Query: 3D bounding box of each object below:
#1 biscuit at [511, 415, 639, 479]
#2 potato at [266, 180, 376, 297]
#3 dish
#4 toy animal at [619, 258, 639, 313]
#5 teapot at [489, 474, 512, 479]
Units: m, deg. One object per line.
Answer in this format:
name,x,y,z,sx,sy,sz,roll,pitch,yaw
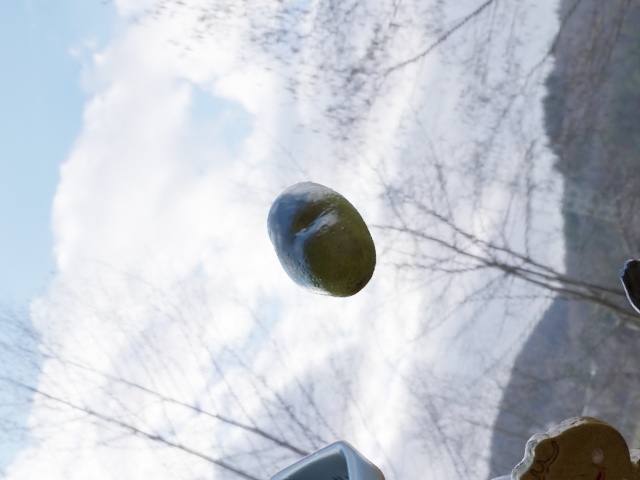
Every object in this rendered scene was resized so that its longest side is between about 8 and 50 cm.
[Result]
biscuit,0.337,0.312,1.088,0.184,0.035,0.249,-42,-69,-8
potato,0.000,0.000,1.550,0.169,0.248,0.143,-46,-39,9
dish,0.019,0.307,0.958,0.234,0.064,0.154,-43,43,51
toy animal,0.515,0.107,1.022,0.160,0.273,0.197,-22,-70,-31
teapot,0.360,0.517,1.479,0.252,0.280,0.424,58,-136,-14
